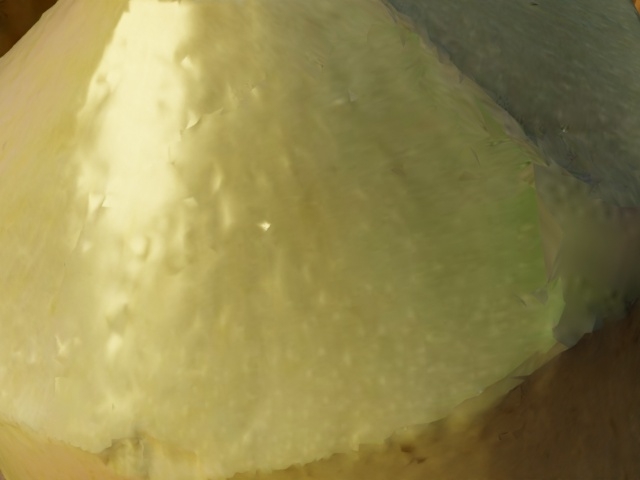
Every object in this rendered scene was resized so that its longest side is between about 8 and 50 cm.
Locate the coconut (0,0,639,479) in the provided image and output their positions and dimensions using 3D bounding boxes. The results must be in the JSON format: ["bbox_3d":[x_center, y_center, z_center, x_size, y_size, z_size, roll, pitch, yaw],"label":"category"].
[{"bbox_3d":[0.000,0.000,0.417,0.259,0.259,0.259,-8,45,8],"label":"coconut"}]

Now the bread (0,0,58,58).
[{"bbox_3d":[-0.182,-0.155,0.660,0.336,0.204,0.358,-30,42,-10],"label":"bread"}]
